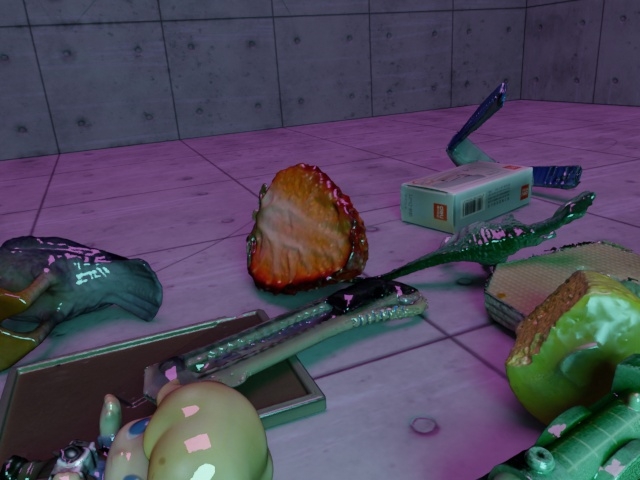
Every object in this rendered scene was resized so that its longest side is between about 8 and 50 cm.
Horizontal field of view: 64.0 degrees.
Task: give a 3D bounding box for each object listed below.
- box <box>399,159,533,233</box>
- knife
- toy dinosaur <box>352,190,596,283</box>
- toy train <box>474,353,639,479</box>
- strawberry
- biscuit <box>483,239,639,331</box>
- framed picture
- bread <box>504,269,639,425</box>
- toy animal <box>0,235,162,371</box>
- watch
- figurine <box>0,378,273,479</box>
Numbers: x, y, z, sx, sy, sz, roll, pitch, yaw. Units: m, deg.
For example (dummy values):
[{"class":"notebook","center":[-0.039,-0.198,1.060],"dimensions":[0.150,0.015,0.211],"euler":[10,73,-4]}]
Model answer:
[{"class":"box","center":[0.292,-0.094,1.018],"dimensions":[0.269,0.079,0.135],"euler":[-19,25,-35]},{"class":"knife","center":[-0.016,0.094,0.557],"dimensions":[0.365,0.043,0.089],"euler":[-14,21,-39]},{"class":"toy dinosaur","center":[0.195,0.021,0.740],"dimensions":[0.383,0.076,0.129],"euler":[-24,-17,17]},{"class":"toy train","center":[0.169,0.150,0.323],"dimensions":[0.178,0.105,0.071],"euler":[-16,27,-28]},{"class":"strawberry","center":[0.000,0.000,0.710],"dimensions":[0.111,0.190,0.236],"euler":[19,2,-40]},{"class":"biscuit","center":[0.312,0.056,0.640],"dimensions":[0.249,0.046,0.147],"euler":[-11,20,-19]},{"class":"framed picture","center":[-0.168,0.147,0.519],"dimensions":[0.289,0.020,0.211],"euler":[-12,21,-20]},{"class":"bread","center":[0.232,0.096,0.444],"dimensions":[0.111,0.129,0.114],"euler":[44,24,3]},{"class":"toy animal","center":[-0.356,0.061,0.644],"dimensions":[0.298,0.122,0.185],"euler":[-9,20,-17]},{"class":"watch","center":[0.363,-0.205,1.087],"dimensions":[0.276,0.068,0.274],"euler":[37,-7,-25]},{"class":"figurine","center":[-0.132,0.159,0.358],"dimensions":[0.196,0.108,0.114],"euler":[-6,15,5]}]
